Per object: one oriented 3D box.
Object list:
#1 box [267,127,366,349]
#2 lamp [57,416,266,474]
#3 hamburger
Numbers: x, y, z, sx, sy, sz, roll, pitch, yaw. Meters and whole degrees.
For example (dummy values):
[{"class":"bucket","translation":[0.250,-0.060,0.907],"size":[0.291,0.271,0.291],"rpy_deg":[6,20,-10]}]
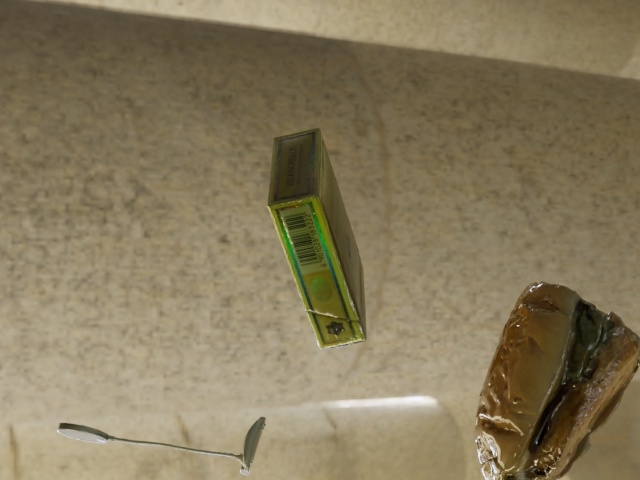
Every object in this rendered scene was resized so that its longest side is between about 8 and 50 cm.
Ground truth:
[{"class":"box","translation":[-0.001,0.000,1.248],"size":[0.141,0.064,0.220],"rpy_deg":[-90,167,-53]},{"class":"lamp","translation":[-0.154,0.185,1.048],"size":[0.050,0.198,0.056],"rpy_deg":[98,1,-71]},{"class":"hamburger","translation":[0.205,0.147,1.047],"size":[0.135,0.155,0.207],"rpy_deg":[33,-92,30]}]
